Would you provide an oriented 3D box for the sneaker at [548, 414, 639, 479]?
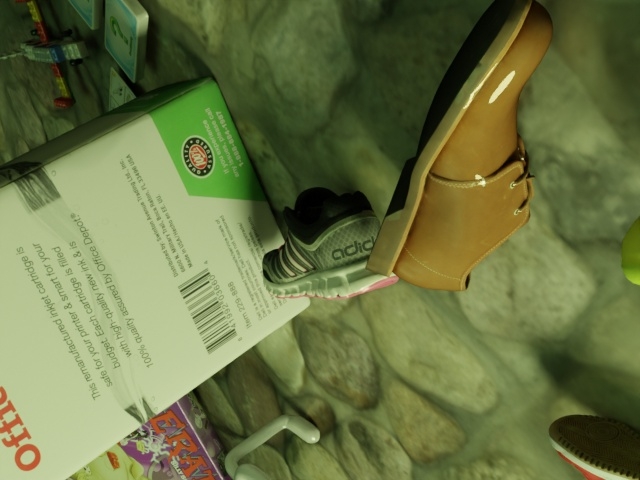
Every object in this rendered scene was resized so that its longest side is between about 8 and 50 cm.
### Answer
[{"bbox_3d":[0.186,0.150,0.539,0.118,0.042,0.067,22,132,42],"label":"sneaker"}]

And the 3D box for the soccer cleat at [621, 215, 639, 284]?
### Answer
[{"bbox_3d":[0.212,-0.036,0.303,0.289,0.093,0.121,154,114,-65],"label":"soccer cleat"}]

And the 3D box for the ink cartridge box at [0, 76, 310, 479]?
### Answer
[{"bbox_3d":[-0.180,0.030,0.714,0.121,0.289,0.211,6,123,54],"label":"ink cartridge box"}]

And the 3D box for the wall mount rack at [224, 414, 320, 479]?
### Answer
[{"bbox_3d":[0.038,0.332,0.862,0.304,0.130,0.350,37,145,37],"label":"wall mount rack"}]

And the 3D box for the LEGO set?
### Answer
[{"bbox_3d":[-0.229,-0.169,0.835,0.182,0.060,0.244,51,151,18],"label":"LEGO set"}]

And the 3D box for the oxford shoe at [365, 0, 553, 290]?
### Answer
[{"bbox_3d":[0.086,-0.044,0.493,0.076,0.076,0.212,22,145,4],"label":"oxford shoe"}]

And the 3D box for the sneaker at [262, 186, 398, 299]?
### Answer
[{"bbox_3d":[0.000,0.000,0.655,0.170,0.063,0.075,173,85,-69],"label":"sneaker"}]

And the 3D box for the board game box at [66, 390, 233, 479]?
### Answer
[{"bbox_3d":[-0.211,0.280,1.121,0.208,0.056,0.347,-22,107,16],"label":"board game box"}]
